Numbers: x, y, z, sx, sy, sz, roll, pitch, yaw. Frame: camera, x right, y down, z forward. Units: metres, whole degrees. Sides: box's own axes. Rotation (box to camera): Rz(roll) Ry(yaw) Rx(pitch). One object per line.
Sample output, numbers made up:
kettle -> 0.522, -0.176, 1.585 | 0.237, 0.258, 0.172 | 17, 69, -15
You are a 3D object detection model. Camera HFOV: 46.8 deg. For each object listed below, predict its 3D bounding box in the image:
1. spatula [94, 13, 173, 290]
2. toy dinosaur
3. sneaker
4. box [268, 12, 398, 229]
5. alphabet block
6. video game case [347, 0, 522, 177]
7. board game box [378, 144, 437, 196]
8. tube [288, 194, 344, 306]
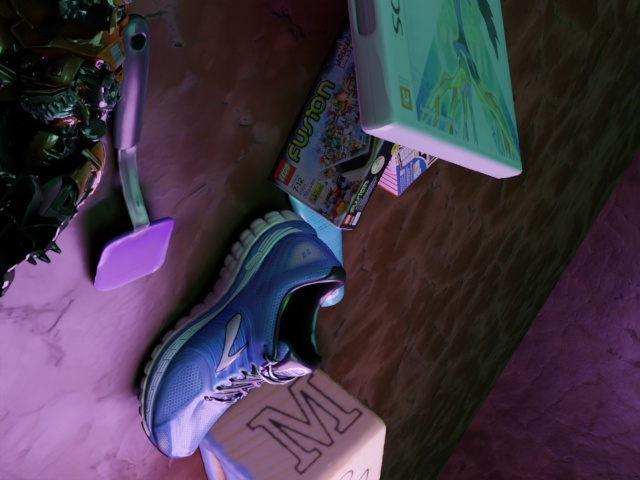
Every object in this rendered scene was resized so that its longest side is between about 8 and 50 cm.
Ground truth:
spatula -> -0.169, -0.062, 0.662 | 0.084, 0.030, 0.296 | -27, 141, -37
toy dinosaur -> -0.199, -0.058, 0.500 | 0.218, 0.165, 0.321 | -65, 162, -65
sneaker -> -0.089, 0.131, 0.866 | 0.330, 0.147, 0.130 | -56, 151, 9
box -> 0.034, -0.128, 0.810 | 0.036, 0.114, 0.207 | 3, 118, -57
alphabet block -> -0.041, 0.319, 1.093 | 0.197, 0.193, 0.192 | -38, 149, -28
video game case -> 0.117, -0.227, 0.728 | 0.329, 0.036, 0.299 | 4, 78, -58
board game box -> 0.148, -0.173, 1.004 | 0.193, 0.045, 0.146 | -42, 149, -21
tube -> 0.000, 0.000, 0.969 | 0.080, 0.052, 0.207 | -37, 142, -30
